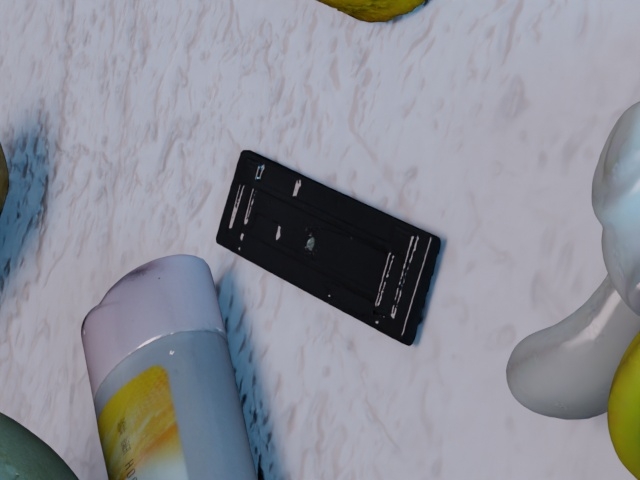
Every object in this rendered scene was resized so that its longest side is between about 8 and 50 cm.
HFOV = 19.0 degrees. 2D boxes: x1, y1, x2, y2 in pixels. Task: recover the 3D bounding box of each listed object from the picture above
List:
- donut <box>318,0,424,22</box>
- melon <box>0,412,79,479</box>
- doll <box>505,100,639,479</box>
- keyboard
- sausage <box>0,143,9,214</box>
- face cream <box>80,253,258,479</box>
[{"bbox_3d":[0.022,-0.193,1.049,0.152,0.058,0.152,-14,72,51],"label":"donut"},{"bbox_3d":[-0.235,0.224,1.069,0.268,0.268,0.330,-51,32,36],"label":"melon"},{"bbox_3d":[0.152,0.019,0.720,0.311,0.159,0.243,-46,48,44],"label":"doll"},{"bbox_3d":[0.000,0.000,1.071,0.204,0.013,0.061,26,104,55],"label":"keyboard"},{"bbox_3d":[-0.360,0.096,1.464,0.501,0.123,0.136,-60,5,29],"label":"sausage"},{"bbox_3d":[-0.078,0.143,1.098,0.107,0.073,0.269,-40,50,33],"label":"face cream"}]
